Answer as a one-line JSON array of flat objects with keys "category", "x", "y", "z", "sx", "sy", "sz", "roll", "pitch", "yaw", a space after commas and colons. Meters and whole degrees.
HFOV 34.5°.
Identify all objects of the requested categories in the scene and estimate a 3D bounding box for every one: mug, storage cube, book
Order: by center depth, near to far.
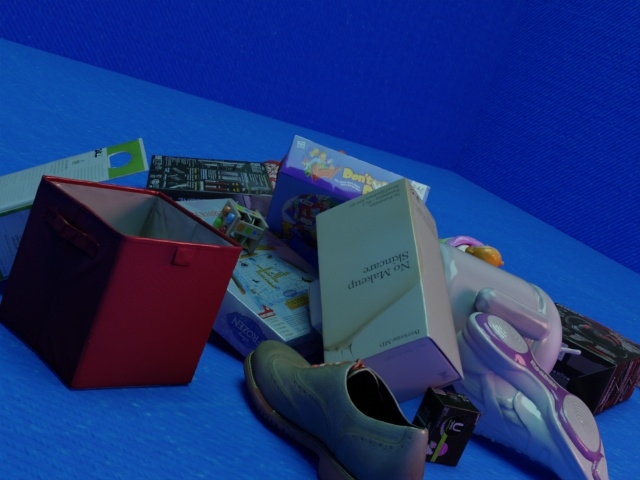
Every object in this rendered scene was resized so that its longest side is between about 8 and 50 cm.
[{"category": "storage cube", "x": -0.242, "y": 0.051, "z": 1.250, "sx": 0.183, "sy": 0.193, "sz": 0.215, "roll": 31, "pitch": 15, "yaw": 37}, {"category": "book", "x": 0.036, "y": 0.133, "z": 1.529, "sx": 0.144, "sy": 0.035, "sz": 0.096, "roll": 48, "pitch": 26, "yaw": -32}, {"category": "mug", "x": -0.143, "y": -0.104, "z": 2.344, "sx": 0.113, "sy": 0.150, "sz": 0.169, "roll": 57, "pitch": 16, "yaw": -6}]

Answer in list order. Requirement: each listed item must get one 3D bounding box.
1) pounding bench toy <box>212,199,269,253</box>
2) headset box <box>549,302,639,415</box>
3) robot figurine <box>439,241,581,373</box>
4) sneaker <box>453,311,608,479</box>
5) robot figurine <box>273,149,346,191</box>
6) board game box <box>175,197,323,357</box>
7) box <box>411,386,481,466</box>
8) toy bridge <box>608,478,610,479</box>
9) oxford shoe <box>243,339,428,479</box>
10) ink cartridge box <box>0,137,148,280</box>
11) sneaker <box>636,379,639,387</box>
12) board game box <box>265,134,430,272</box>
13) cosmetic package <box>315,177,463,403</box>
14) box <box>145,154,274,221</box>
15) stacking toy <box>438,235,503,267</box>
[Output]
[{"category": "pounding bench toy", "x": -0.131, "y": -0.030, "z": 1.586, "sx": 0.065, "sy": 0.052, "sz": 0.083, "roll": 22, "pitch": 20, "yaw": -34}, {"category": "headset box", "x": 0.482, "y": 0.216, "z": 1.948, "sx": 0.218, "sy": 0.110, "sz": 0.293, "roll": 28, "pitch": 14, "yaw": 27}, {"category": "robot figurine", "x": 0.238, "y": 0.132, "z": 1.655, "sx": 0.353, "sy": 0.200, "sz": 0.300, "roll": 24, "pitch": -15, "yaw": -18}, {"category": "sneaker", "x": 0.287, "y": 0.252, "z": 1.480, "sx": 0.305, "sy": 0.152, "sz": 0.114, "roll": 52, "pitch": 29, "yaw": 19}, {"category": "robot figurine", "x": -0.029, "y": -0.117, "z": 2.077, "sx": 0.128, "sy": 0.158, "sz": 0.219, "roll": 18, "pitch": 22, "yaw": -6}, {"category": "board game box", "x": -0.116, "y": 0.055, "z": 1.588, "sx": 0.318, "sy": 0.066, "sz": 0.318, "roll": 40, "pitch": 17, "yaw": 17}, {"category": "box", "x": 0.160, "y": 0.244, "z": 1.353, "sx": 0.062, "sy": 0.083, "sz": 0.052, "roll": 16, "pitch": 15, "yaw": -25}, {"category": "toy bridge", "x": 0.384, "y": 0.324, "z": 1.525, "sx": 0.063, "sy": 0.026, "sz": 0.188, "roll": 13, "pitch": 15, "yaw": -24}, {"category": "oxford shoe", "x": 0.023, "y": 0.191, "z": 1.240, "sx": 0.123, "sy": 0.130, "sz": 0.348, "roll": 12, "pitch": 16, "yaw": -38}, {"category": "ink cartridge box", "x": -0.350, "y": -0.044, "z": 1.402, "sx": 0.255, "sy": 0.097, "sz": 0.189, "roll": -16, "pitch": 21, "yaw": -7}, {"category": "sneaker", "x": 0.772, "y": 0.302, "z": 2.074, "sx": 0.121, "sy": 0.108, "sz": 0.302, "roll": 4, "pitch": 19, "yaw": -41}, {"category": "board game box", "x": 0.024, "y": -0.016, "z": 1.761, "sx": 0.233, "sy": 0.078, "sz": 0.347, "roll": 22, "pitch": -29, "yaw": 0}, {"category": "cosmetic package", "x": 0.090, "y": 0.073, "z": 1.452, "sx": 0.113, "sy": 0.160, "sz": 0.309, "roll": 52, "pitch": 22, "yaw": -38}, {"category": "box", "x": -0.221, "y": -0.098, "z": 2.042, "sx": 0.242, "sy": 0.077, "sz": 0.307, "roll": 3, "pitch": 16, "yaw": -9}, {"category": "stacking toy", "x": 0.239, "y": 0.053, "z": 1.830, "sx": 0.175, "sy": 0.166, "sz": 0.302, "roll": 21, "pitch": -18, "yaw": -10}]
